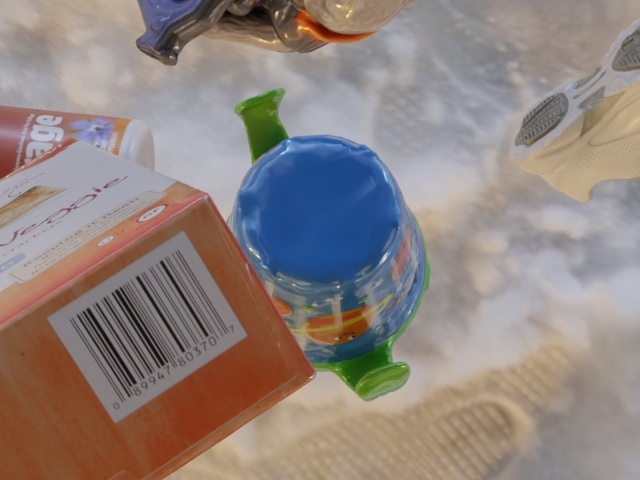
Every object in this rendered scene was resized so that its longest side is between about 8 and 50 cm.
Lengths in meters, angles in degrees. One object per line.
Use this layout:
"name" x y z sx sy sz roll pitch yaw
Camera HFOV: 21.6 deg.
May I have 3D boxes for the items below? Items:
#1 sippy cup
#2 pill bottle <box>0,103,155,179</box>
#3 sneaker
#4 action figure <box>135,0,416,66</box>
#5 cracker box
"sippy cup" 0.000 0.000 1.737 0.305 0.224 0.240 30 75 10
"pill bottle" -0.265 -0.060 1.513 0.216 0.121 0.121 6 99 4
"sneaker" 0.283 -0.115 1.464 0.115 0.090 0.232 37 128 -26
"action figure" -0.003 -0.272 1.275 0.341 0.330 0.178 -46 132 11
"cracker box" -0.112 0.038 0.545 0.156 0.232 0.067 -33 105 -11
